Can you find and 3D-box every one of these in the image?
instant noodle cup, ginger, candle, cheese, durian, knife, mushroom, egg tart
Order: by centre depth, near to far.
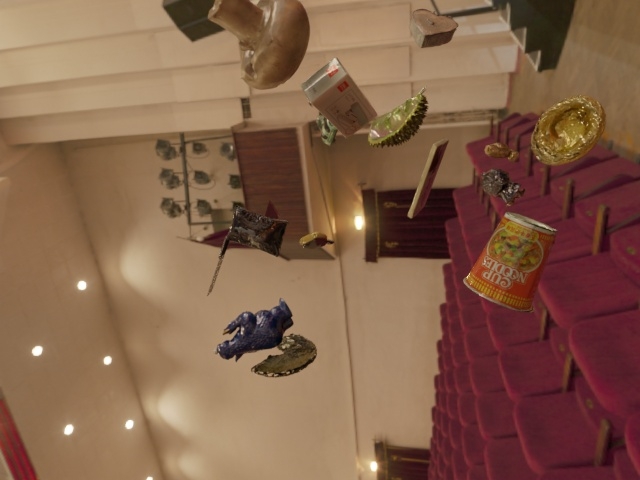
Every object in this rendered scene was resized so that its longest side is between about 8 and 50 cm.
[{"bbox_3d":[0.500,0.047,1.118,0.193,0.193,0.212,-44,-27,-73],"label":"instant noodle cup"},{"bbox_3d":[-0.190,-0.608,1.287,0.292,0.289,0.293,-31,52,52],"label":"mushroom"},{"bbox_3d":[0.000,0.001,1.559,0.162,0.086,0.036,11,-124,-57],"label":"cheese"},{"bbox_3d":[-0.362,0.082,1.571,0.072,0.019,0.245,-38,35,53],"label":"knife"},{"bbox_3d":[0.980,-0.423,1.718,0.118,0.288,0.288,12,-106,-37],"label":"egg tart"},{"bbox_3d":[0.444,-0.850,1.755,0.169,0.192,0.068,-58,-13,-27],"label":"candle"},{"bbox_3d":[0.748,-0.378,1.833,0.133,0.214,0.059,53,133,44],"label":"ginger"},{"bbox_3d":[0.326,-0.504,1.891,0.158,0.351,0.169,-17,-94,-40],"label":"durian"}]

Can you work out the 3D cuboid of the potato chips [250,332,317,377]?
[{"bbox_3d":[-0.105,0.361,1.372,0.220,0.201,0.029,-69,-34,-69],"label":"potato chips"}]

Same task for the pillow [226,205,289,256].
[{"bbox_3d":[-0.233,-0.033,1.602,0.055,0.208,0.141,78,-152,-83],"label":"pillow"}]

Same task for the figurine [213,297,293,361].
[{"bbox_3d":[-0.197,0.290,1.330,0.121,0.262,0.164,45,169,47],"label":"figurine"}]

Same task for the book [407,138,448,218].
[{"bbox_3d":[0.333,-0.193,1.342,0.162,0.022,0.232,-32,-39,-57],"label":"book"}]

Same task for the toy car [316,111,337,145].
[{"bbox_3d":[0.044,-0.592,2.132,0.306,0.125,0.136,-79,12,-46],"label":"toy car"}]

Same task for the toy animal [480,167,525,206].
[{"bbox_3d":[0.785,-0.234,1.890,0.185,0.122,0.298,44,-160,4],"label":"toy animal"}]

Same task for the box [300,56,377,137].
[{"bbox_3d":[0.061,-0.421,1.314,0.269,0.135,0.079,23,-144,-61],"label":"box"}]

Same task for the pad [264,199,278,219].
[{"bbox_3d":[-0.252,-0.087,2.179,0.266,0.002,0.176,70,-146,-75],"label":"pad"}]
